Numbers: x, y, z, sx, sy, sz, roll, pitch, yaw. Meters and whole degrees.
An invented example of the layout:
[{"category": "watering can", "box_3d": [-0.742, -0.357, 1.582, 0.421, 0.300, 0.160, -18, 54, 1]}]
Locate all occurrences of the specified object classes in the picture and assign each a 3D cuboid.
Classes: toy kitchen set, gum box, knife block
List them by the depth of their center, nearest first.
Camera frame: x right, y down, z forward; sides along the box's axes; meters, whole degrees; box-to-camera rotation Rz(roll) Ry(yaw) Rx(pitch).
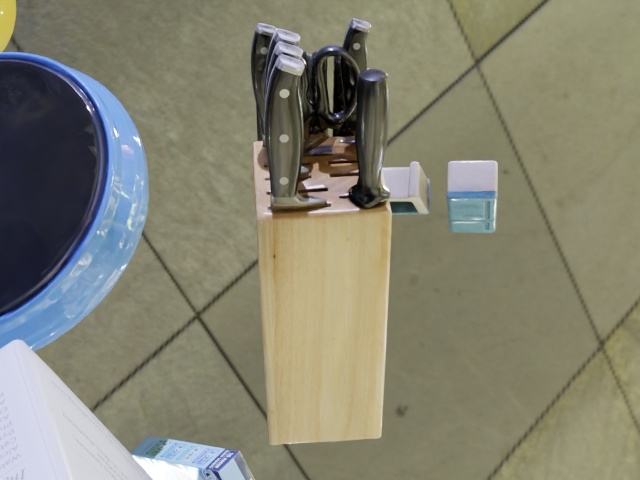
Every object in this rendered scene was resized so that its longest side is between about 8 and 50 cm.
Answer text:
[{"category": "knife block", "box_3d": [0.000, 0.000, 0.673, 0.088, 0.242, 0.275, -3, 81, -3]}, {"category": "toy kitchen set", "box_3d": [0.088, 0.010, 1.093, 0.122, 0.207, 0.166, 61, 31, -71]}, {"category": "gum box", "box_3d": [-0.135, 0.319, 1.215, 0.041, 0.184, 0.157, -40, 115, -38]}]

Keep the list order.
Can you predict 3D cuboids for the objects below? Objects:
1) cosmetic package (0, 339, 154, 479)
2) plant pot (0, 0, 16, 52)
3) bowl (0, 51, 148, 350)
[{"category": "cosmetic package", "box_3d": [-0.291, 0.376, 0.935, 0.327, 0.393, 0.329, -35, 124, -7]}, {"category": "plant pot", "box_3d": [-0.629, -0.353, 1.507, 0.239, 0.254, 0.254, -64, 143, -69]}, {"category": "bowl", "box_3d": [-0.397, -0.049, 1.183, 0.391, 0.391, 0.077, -62, 157, -12]}]
